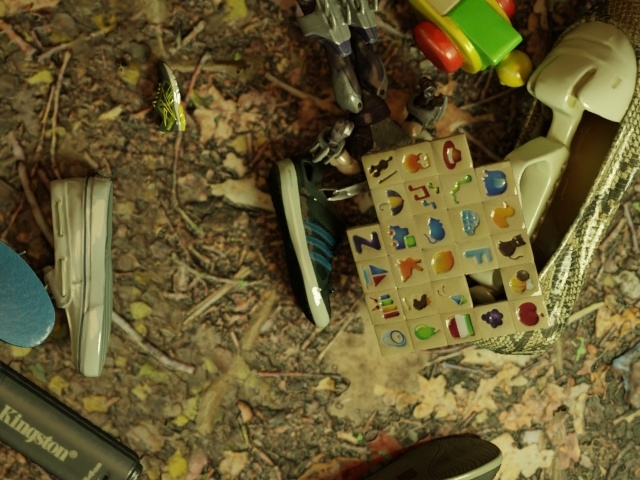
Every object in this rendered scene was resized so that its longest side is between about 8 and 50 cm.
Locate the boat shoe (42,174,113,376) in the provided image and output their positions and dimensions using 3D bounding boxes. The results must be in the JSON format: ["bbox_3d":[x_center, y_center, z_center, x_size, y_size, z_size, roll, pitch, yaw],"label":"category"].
[{"bbox_3d":[-0.275,0.039,1.535,0.075,0.083,0.226,2,85,-1],"label":"boat shoe"}]

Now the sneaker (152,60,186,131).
[{"bbox_3d":[-0.176,-0.161,1.544,0.035,0.031,0.083,-16,100,-8],"label":"sneaker"}]

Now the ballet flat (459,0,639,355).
[{"bbox_3d":[0.273,-0.091,1.541,0.182,0.164,0.483,11,105,-47],"label":"ballet flat"}]

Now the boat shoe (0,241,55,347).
[{"bbox_3d":[-0.399,0.021,1.499,0.258,0.089,0.109,43,70,-6],"label":"boat shoe"}]

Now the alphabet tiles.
[{"bbox_3d":[0.132,0.005,1.510,0.198,0.009,0.237,-12,106,17],"label":"alphabet tiles"}]

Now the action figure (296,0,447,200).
[{"bbox_3d":[0.049,-0.164,1.539,0.185,0.099,0.285,-29,105,-39],"label":"action figure"}]

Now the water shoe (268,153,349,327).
[{"bbox_3d":[0.000,0.000,1.577,0.080,0.073,0.203,-15,100,-14],"label":"water shoe"}]

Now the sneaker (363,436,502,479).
[{"bbox_3d":[0.124,0.325,1.649,0.222,0.083,0.118,-21,119,-15],"label":"sneaker"}]

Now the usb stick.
[{"bbox_3d":[-0.331,0.206,1.553,0.278,0.045,0.077,37,88,-13],"label":"usb stick"}]

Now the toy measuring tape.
[{"bbox_3d":[0.121,-0.294,1.568,0.121,0.121,0.330,-43,80,-3],"label":"toy measuring tape"}]
